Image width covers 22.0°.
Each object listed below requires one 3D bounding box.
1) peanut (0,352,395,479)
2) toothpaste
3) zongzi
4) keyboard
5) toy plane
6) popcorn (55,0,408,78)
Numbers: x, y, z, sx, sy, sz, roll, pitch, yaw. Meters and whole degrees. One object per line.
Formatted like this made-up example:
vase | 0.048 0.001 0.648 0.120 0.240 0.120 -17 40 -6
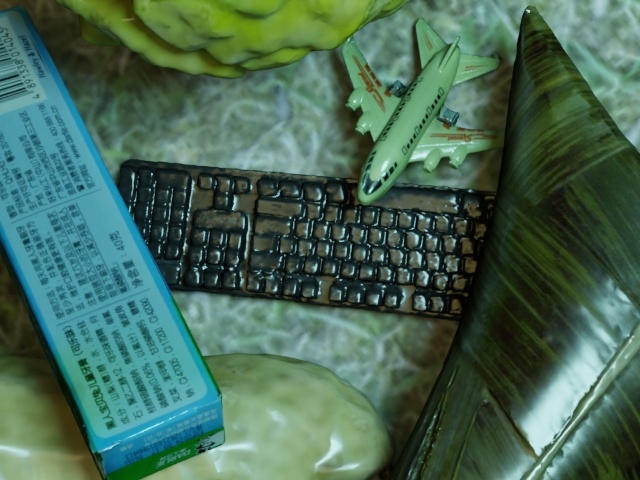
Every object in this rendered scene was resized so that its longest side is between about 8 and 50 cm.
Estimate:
peanut | -0.105 0.120 0.842 0.290 0.130 0.130 0 90 2
toothpaste | -0.130 -0.004 0.818 0.065 0.050 0.266 -21 59 -16
zongzi | 0.076 0.043 0.792 0.248 0.111 0.241 -32 85 -18
keyboard | 0.000 0.000 0.876 0.231 0.023 0.072 6 89 8
toy plane | 0.048 -0.063 0.855 0.102 0.040 0.111 28 76 8
popcorn | -0.036 -0.183 0.792 0.212 0.259 0.259 -30 86 31
